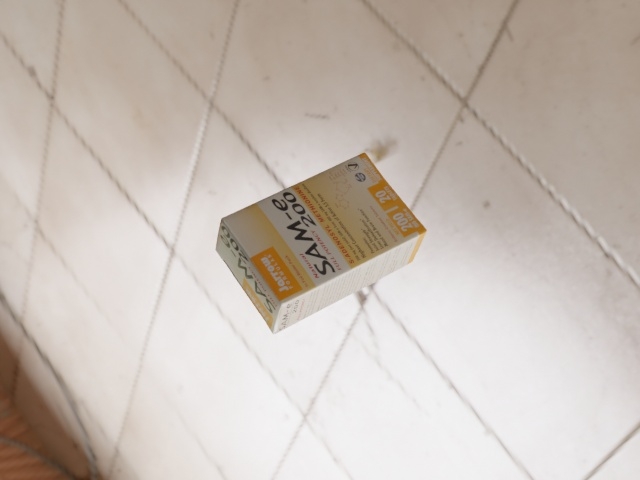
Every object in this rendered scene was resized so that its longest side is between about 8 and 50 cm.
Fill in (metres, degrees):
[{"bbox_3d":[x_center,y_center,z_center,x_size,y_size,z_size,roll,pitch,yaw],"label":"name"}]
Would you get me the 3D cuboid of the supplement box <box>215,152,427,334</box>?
[{"bbox_3d":[0.000,0.000,0.648,0.062,0.098,0.036,53,153,21],"label":"supplement box"}]
